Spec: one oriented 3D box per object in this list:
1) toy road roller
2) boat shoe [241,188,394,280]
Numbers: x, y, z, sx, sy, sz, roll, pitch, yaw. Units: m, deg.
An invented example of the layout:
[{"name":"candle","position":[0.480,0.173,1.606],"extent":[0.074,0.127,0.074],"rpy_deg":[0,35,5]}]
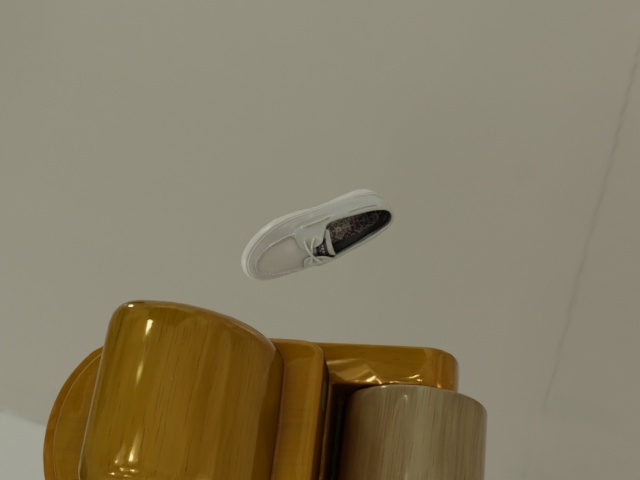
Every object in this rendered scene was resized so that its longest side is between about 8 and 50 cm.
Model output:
[{"name":"toy road roller","position":[-0.044,0.158,0.803],"extent":[0.240,0.329,0.203],"rpy_deg":[75,-160,-62]},{"name":"boat shoe","position":[0.000,0.000,1.234],"extent":[0.063,0.184,0.066],"rpy_deg":[-140,34,-63]}]
